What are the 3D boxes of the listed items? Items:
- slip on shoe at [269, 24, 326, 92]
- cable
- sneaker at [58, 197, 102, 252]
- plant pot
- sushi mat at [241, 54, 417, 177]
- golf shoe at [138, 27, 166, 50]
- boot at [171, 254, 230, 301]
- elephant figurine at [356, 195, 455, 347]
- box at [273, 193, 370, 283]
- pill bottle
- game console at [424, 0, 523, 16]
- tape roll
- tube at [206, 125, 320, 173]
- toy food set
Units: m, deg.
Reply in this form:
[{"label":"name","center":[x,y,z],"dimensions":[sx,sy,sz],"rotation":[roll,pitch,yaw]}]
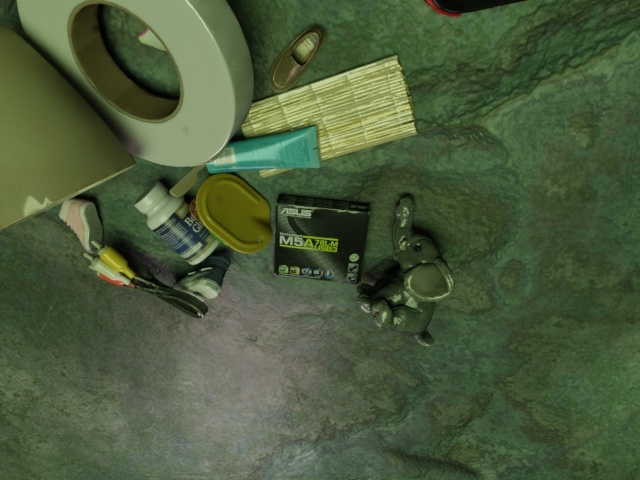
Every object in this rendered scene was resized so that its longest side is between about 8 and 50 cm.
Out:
[{"label":"slip on shoe","center":[-0.042,-0.305,0.915],"dimensions":[0.051,0.041,0.135],"rotation":[41,119,-17]},{"label":"cable","center":[-0.385,0.108,1.177],"dimensions":[0.287,0.072,0.139],"rotation":[36,140,3]},{"label":"sneaker","center":[-0.513,-0.036,1.153],"dimensions":[0.070,0.051,0.134],"rotation":[17,131,10]},{"label":"plant pot","center":[-0.482,-0.188,0.871],"dimensions":[0.257,0.256,0.273],"rotation":[-21,105,19]},{"label":"sushi mat","center":[0.010,-0.218,0.985],"dimensions":[0.317,0.019,0.151],"rotation":[-14,121,16]},{"label":"golf shoe","center":[-0.246,-0.432,0.814],"dimensions":[0.140,0.115,0.306],"rotation":[1,123,10]},{"label":"boot","center":[-0.264,0.086,1.201],"dimensions":[0.069,0.086,0.190],"rotation":[40,148,-28]},{"label":"elephant figurine","center":[0.195,0.066,1.088],"dimensions":[0.186,0.169,0.239],"rotation":[20,112,-42]},{"label":"box","center":[0.000,0.000,1.119],"dimensions":[0.191,0.045,0.184],"rotation":[7,127,1]},{"label":"pill bottle","center":[-0.290,-0.038,1.096],"dimensions":[0.094,0.094,0.169],"rotation":[-32,115,25]},{"label":"game console","center":[0.284,-0.505,0.694],"dimensions":[0.343,0.060,0.386],"rotation":[-12,134,5]},{"label":"tape roll","center":[-0.290,-0.290,0.857],"dimensions":[0.393,0.072,0.391],"rotation":[17,141,14]},{"label":"tube","center":[-0.107,-0.161,0.998],"dimensions":[0.207,0.052,0.080],"rotation":[-5,126,4]},{"label":"toy food set","center":[-0.194,-0.062,1.073],"dimensions":[0.218,0.128,0.071],"rotation":[43,151,-23]}]
